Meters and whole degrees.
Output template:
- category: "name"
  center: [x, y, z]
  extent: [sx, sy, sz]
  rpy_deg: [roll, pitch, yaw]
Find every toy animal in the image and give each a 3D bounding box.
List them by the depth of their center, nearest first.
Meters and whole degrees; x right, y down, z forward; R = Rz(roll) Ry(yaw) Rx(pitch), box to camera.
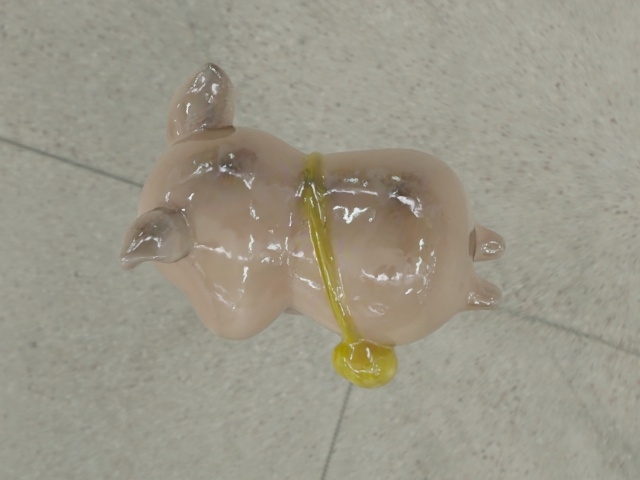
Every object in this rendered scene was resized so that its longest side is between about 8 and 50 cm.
- category: "toy animal"
  center: [0.000, 0.001, 0.779]
  extent: [0.248, 0.165, 0.149]
  rpy_deg: [12, 133, -4]
